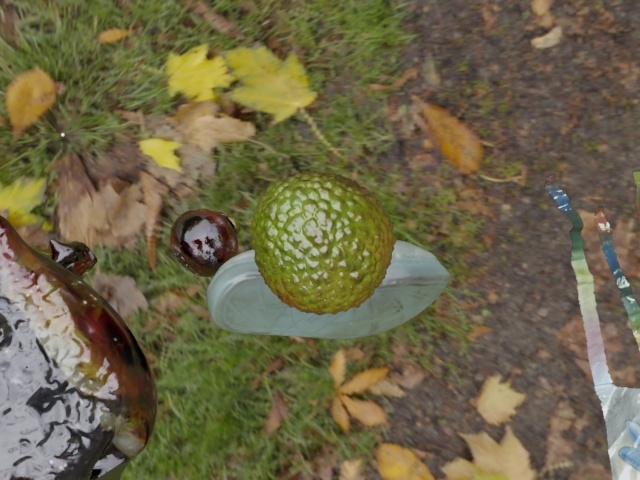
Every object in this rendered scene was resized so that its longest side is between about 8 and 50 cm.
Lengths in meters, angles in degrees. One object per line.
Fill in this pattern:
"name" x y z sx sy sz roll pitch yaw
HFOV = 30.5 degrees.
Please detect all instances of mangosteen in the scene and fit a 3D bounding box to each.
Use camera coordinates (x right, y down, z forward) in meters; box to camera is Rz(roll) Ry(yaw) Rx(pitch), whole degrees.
"mangosteen" -0.126 -0.001 1.293 0.081 0.081 0.081 -1 95 -12

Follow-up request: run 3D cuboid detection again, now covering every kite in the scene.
"kite" 0.234 0.102 0.795 0.169 0.015 0.310 -1 76 -38

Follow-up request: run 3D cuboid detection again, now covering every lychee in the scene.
"lychee" 0.000 0.000 0.909 0.114 0.146 0.114 -4 69 11

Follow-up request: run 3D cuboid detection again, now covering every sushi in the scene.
"sushi" -0.238 0.092 0.849 0.212 0.215 0.227 -38 76 -5

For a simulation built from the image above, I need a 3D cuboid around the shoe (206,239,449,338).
"shoe" 0.002 0.030 1.104 0.251 0.100 0.103 -1 140 -32
